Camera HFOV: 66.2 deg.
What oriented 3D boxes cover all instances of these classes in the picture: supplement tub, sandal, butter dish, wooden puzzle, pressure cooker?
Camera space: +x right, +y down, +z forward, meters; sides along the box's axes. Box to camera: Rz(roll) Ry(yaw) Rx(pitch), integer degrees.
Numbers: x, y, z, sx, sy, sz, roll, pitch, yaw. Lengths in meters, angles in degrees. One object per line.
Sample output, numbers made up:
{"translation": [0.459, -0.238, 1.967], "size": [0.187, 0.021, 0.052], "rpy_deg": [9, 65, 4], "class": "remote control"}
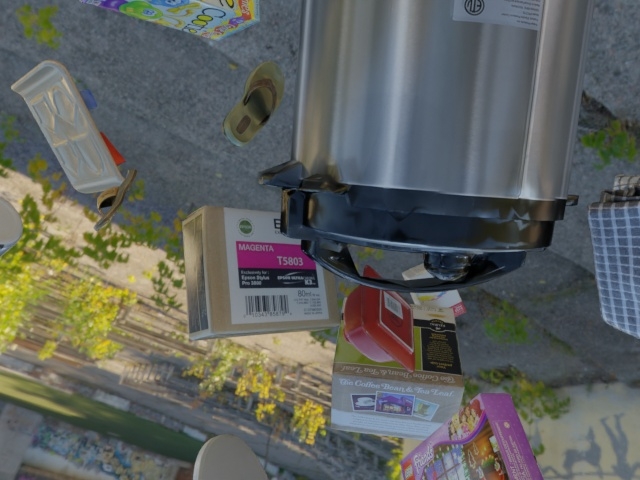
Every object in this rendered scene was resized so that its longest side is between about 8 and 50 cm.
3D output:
{"translation": [-0.623, 0.007, 0.849], "size": [0.190, 0.117, 0.117], "rpy_deg": [-31, 130, 20], "class": "supplement tub"}
{"translation": [-0.461, -0.095, 1.085], "size": [0.049, 0.180, 0.072], "rpy_deg": [30, 143, -22], "class": "sandal"}
{"translation": [0.093, 0.156, 0.905], "size": [0.118, 0.159, 0.160], "rpy_deg": [-30, 122, 31], "class": "butter dish"}
{"translation": [-0.659, -0.294, 1.329], "size": [0.322, 0.080, 0.347], "rpy_deg": [1, 124, 45], "class": "wooden puzzle"}
{"translation": [0.135, -0.137, 0.653], "size": [0.370, 0.420, 0.376], "rpy_deg": [8, -172, 31], "class": "pressure cooker"}
{"translation": [-0.168, -0.383, 1.371], "size": [0.120, 0.302, 0.086], "rpy_deg": [38, 147, -28], "class": "sandal"}

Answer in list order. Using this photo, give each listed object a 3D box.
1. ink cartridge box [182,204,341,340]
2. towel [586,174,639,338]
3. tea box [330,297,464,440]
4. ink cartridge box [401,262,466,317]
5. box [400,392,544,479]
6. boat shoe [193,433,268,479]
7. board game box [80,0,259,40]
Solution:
{"translation": [-0.091, 0.053, 0.785], "size": [0.235, 0.193, 0.088], "rpy_deg": [3, 164, -37], "class": "ink cartridge box"}
{"translation": [0.555, 0.046, 0.760], "size": [0.235, 0.121, 0.283], "rpy_deg": [24, 138, 61], "class": "towel"}
{"translation": [0.208, 0.352, 1.379], "size": [0.329, 0.323, 0.219], "rpy_deg": [5, 120, 8], "class": "tea box"}
{"translation": [0.360, 0.163, 1.575], "size": [0.127, 0.176, 0.128], "rpy_deg": [-25, -175, 0], "class": "ink cartridge box"}
{"translation": [0.223, 0.387, 0.743], "size": [0.057, 0.200, 0.293], "rpy_deg": [5, 137, -17], "class": "box"}
{"translation": [-0.137, 0.511, 0.783], "size": [0.136, 0.367, 0.156], "rpy_deg": [-1, 146, -42], "class": "boat shoe"}
{"translation": [-0.259, -0.472, 0.865], "size": [0.142, 0.144, 0.275], "rpy_deg": [1, -176, 44], "class": "board game box"}
